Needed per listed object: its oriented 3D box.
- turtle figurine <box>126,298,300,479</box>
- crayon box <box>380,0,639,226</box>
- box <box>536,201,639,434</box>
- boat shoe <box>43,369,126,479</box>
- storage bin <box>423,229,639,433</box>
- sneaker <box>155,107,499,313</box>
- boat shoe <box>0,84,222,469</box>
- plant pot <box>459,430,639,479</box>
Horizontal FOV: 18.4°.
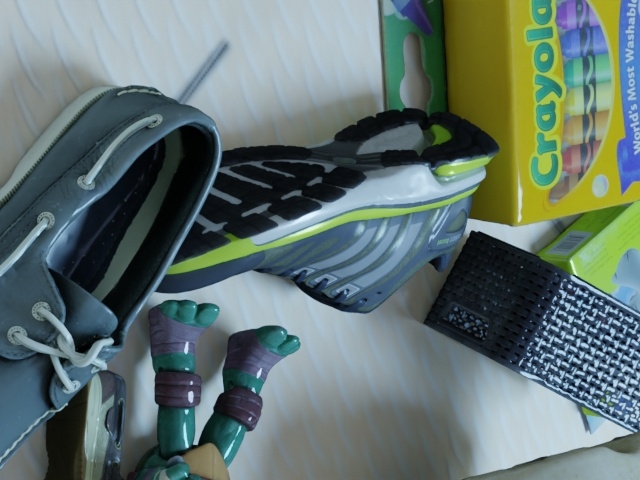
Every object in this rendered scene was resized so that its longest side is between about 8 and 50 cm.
[{"bbox_3d":[-0.075,0.165,1.287,0.175,0.118,0.234,33,56,-57],"label":"turtle figurine"},{"bbox_3d":[0.200,-0.128,1.510,0.323,0.083,0.203,-12,104,-34],"label":"crayon box"},{"bbox_3d":[0.245,0.063,1.642,0.109,0.042,0.178,-38,120,-34],"label":"box"},{"bbox_3d":[-0.147,0.156,1.255,0.049,0.056,0.152,7,91,-40],"label":"boat shoe"},{"bbox_3d":[0.185,0.073,1.499,0.180,0.122,0.084,27,89,-32],"label":"storage bin"},{"bbox_3d":[0.000,0.000,1.348,0.300,0.111,0.121,-15,121,-35],"label":"sneaker"},{"bbox_3d":[-0.167,0.037,1.187,0.116,0.099,0.319,50,62,-37],"label":"boat shoe"},{"bbox_3d":[0.178,0.310,1.423,0.334,0.334,0.305,-7,79,-44],"label":"plant pot"}]
